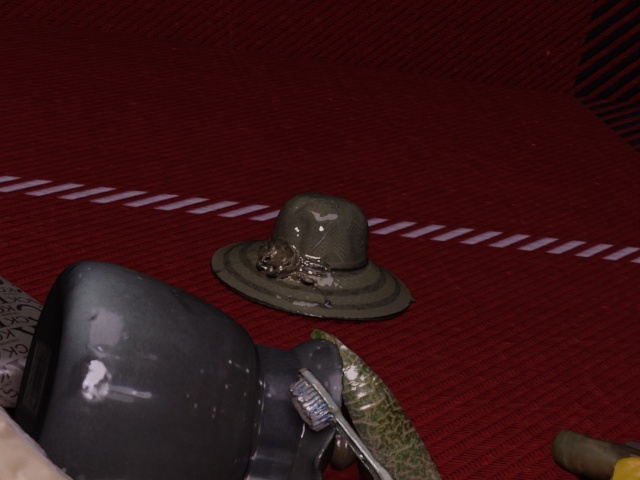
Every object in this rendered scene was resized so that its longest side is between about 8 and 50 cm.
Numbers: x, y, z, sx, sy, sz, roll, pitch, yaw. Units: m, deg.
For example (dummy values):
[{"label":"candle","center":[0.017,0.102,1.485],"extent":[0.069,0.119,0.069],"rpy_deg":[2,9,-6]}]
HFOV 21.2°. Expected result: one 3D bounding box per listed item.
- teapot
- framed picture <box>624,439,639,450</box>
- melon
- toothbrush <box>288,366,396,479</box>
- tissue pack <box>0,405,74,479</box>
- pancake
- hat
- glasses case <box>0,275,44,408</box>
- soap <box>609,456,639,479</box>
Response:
[{"label":"teapot","center":[-0.113,0.167,1.459],"extent":[0.285,0.305,0.223],"rpy_deg":[13,59,-16]},{"label":"framed picture","center":[0.427,0.237,1.559],"extent":[0.265,0.018,0.192],"rpy_deg":[21,-8,-13]},{"label":"melon","center":[0.044,0.162,1.518],"extent":[0.054,0.182,0.098],"rpy_deg":[-34,35,-19]},{"label":"toothbrush","center":[0.067,0.222,1.337],"extent":[0.028,0.026,0.294],"rpy_deg":[-34,81,-25]},{"label":"tissue pack","center":[-0.240,0.278,0.931],"extent":[0.390,0.195,0.375],"rpy_deg":[34,54,26]},{"label":"pancake","center":[0.344,0.236,1.476],"extent":[0.294,0.049,0.294],"rpy_deg":[21,-11,4]},{"label":"hat","center":[0.000,0.000,2.045],"extent":[0.252,0.110,0.252],"rpy_deg":[9,19,-3]},{"label":"glasses case","center":[-0.369,0.071,1.673],"extent":[0.355,0.085,0.137],"rpy_deg":[26,23,39]},{"label":"soap","center":[0.260,0.307,1.186],"extent":[0.204,0.096,0.324],"rpy_deg":[12,40,11]}]
